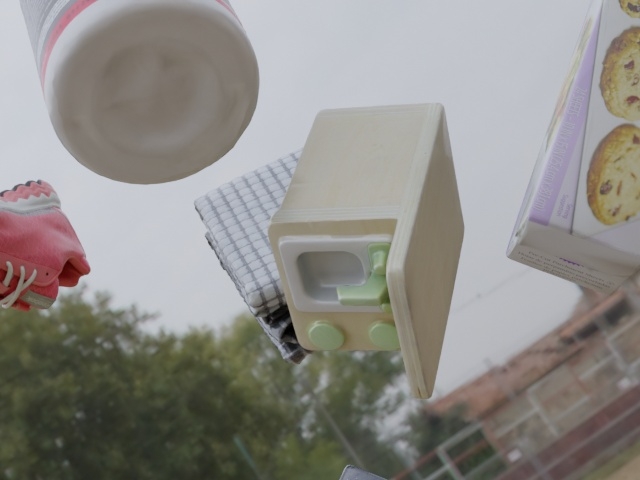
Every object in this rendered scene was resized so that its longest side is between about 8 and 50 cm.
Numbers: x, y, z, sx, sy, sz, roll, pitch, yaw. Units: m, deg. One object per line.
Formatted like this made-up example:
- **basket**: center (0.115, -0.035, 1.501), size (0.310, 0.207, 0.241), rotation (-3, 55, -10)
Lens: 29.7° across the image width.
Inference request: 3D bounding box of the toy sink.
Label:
- **toy sink**: center (0.040, 0.008, 1.057), size (0.131, 0.234, 0.153), rotation (-2, -50, 17)

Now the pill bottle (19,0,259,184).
- **pill bottle**: center (-0.176, -0.204, 1.079), size (0.176, 0.318, 0.176), rotation (-11, -51, -14)

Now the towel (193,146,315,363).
- **towel**: center (0.000, 0.000, 1.410), size (0.235, 0.283, 0.121), rotation (-24, -56, -9)

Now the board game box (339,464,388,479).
- **board game box**: center (0.033, 0.184, 0.501), size (0.194, 0.060, 0.194), rotation (-37, 30, -14)

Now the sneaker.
- **sneaker**: center (-0.342, 0.019, 1.302), size (0.116, 0.136, 0.314), rotation (-41, -4, 20)

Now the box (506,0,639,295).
- **box**: center (0.183, -0.129, 0.667), size (0.063, 0.067, 0.324), rotation (100, -167, -70)
